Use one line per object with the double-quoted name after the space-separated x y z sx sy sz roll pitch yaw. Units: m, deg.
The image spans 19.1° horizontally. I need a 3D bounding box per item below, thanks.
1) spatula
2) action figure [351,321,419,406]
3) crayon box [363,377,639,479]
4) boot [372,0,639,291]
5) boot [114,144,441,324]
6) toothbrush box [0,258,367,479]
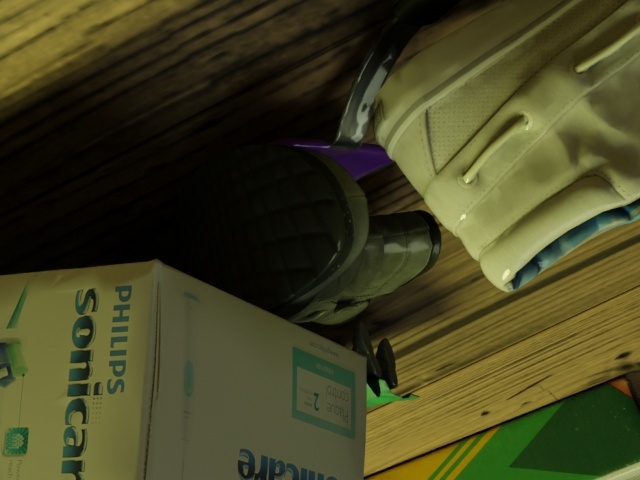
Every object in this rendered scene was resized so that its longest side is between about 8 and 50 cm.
0.035 -0.089 0.930 0.084 0.030 0.296 3 147 -32 "spatula"
-0.065 0.115 1.229 0.232 0.063 0.137 -20 158 14 "action figure"
0.131 0.235 1.602 0.318 0.081 0.202 -22 155 1 "crayon box"
0.159 -0.081 0.891 0.258 0.123 0.095 -35 162 3 "boot"
0.000 0.000 1.020 0.161 0.083 0.246 -10 169 -31 "boot"
-0.153 0.102 0.940 0.295 0.126 0.216 -5 163 28 "toothbrush box"
